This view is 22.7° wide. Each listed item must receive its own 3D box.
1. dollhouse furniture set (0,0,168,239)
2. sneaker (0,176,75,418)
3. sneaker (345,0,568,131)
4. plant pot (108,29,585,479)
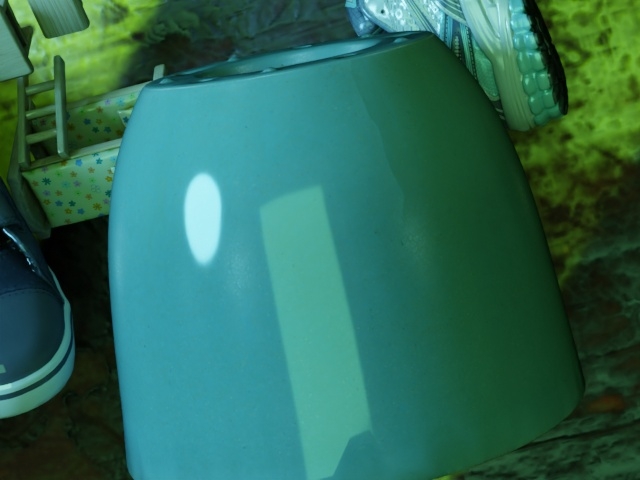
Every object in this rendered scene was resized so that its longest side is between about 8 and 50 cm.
[{"bbox_3d":[-0.134,-0.103,1.074,0.181,0.101,0.161,-14,131,10],"label":"dollhouse furniture set"},{"bbox_3d":[-0.269,-0.023,1.049,0.126,0.127,0.321,-26,51,-21],"label":"sneaker"},{"bbox_3d":[0.062,-0.194,1.075,0.122,0.110,0.283,-22,91,13],"label":"sneaker"},{"bbox_3d":[0.000,0.000,0.988,0.293,0.293,0.235,-9,102,9],"label":"plant pot"}]
